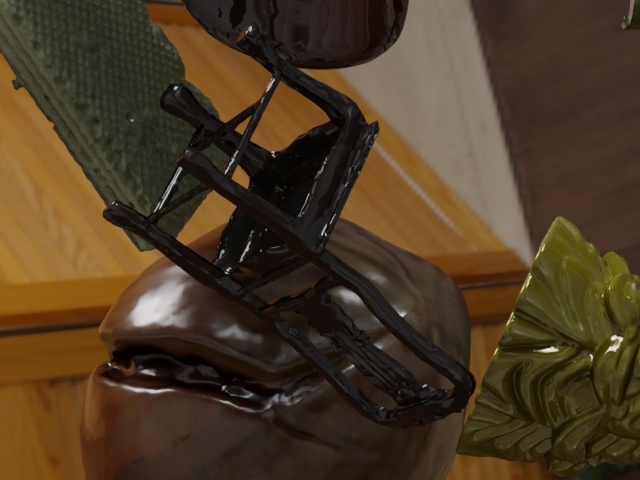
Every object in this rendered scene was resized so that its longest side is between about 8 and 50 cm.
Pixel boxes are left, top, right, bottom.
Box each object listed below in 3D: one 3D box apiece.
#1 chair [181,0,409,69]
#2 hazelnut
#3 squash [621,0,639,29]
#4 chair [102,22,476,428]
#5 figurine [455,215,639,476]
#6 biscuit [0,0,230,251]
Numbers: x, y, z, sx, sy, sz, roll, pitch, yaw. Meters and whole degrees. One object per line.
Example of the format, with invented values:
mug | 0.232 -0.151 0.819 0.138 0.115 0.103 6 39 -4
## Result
chair | -0.025 -0.350 1.109 0.226 0.226 0.401 20 112 43
hazelnut | -0.036 0.140 1.323 0.359 0.409 0.359 9 110 25
squash | 0.344 -0.231 1.257 0.132 0.105 0.105 9 101 8
chair | 0.000 0.000 0.826 0.106 0.229 0.113 -26 33 52
figurine | 0.269 0.127 0.945 0.315 0.168 0.187 23 106 10
biscuit | -0.134 -0.103 0.906 0.040 0.121 0.199 -16 117 36
